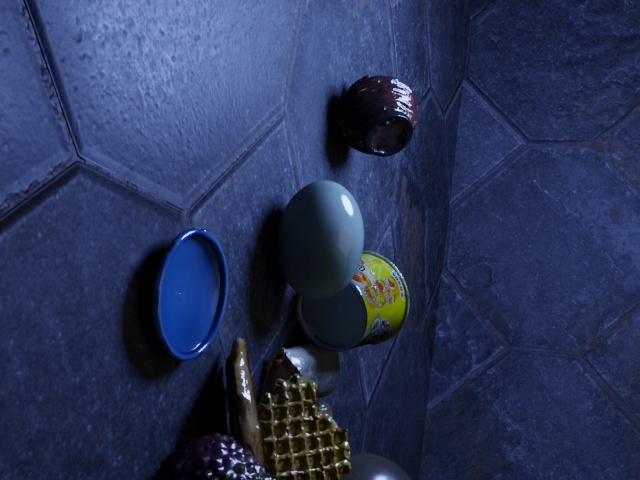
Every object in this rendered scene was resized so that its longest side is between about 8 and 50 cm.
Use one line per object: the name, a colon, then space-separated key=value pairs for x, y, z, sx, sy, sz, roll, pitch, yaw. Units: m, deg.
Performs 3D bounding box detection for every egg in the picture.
egg: x=0.000 y=0.000 z=1.684 sx=0.203 sy=0.203 sz=0.282 roll=-15 pitch=114 yaw=-68

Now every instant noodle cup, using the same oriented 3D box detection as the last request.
instant noodle cup: x=0.074 y=0.164 z=1.864 sx=0.200 sy=0.265 sz=0.264 roll=-12 pitch=105 yaw=-60

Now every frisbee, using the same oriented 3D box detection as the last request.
frisbee: x=-0.240 y=0.097 z=1.299 sx=0.242 sy=0.045 sz=0.242 roll=4 pitch=90 yaw=-70

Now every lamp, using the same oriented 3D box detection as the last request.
lamp: x=0.156 y=-0.351 z=2.011 sx=0.247 sy=0.247 sz=0.246 roll=4 pitch=90 yaw=-69

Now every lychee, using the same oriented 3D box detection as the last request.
lychee: x=-0.196 y=0.478 z=1.236 sx=0.271 sy=0.272 sz=0.271 roll=4 pitch=90 yaw=-69

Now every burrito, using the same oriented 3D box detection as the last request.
burrito: x=-0.038 y=0.329 z=1.786 sx=0.299 sy=0.105 sz=0.143 roll=13 pitch=77 yaw=-67

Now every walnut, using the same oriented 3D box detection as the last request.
walnut: x=-0.007 y=0.469 z=1.927 sx=0.092 sy=0.092 sz=0.092 roll=4 pitch=90 yaw=-69

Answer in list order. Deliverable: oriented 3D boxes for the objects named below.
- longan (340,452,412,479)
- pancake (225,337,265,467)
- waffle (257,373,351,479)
longan: x=0.111 y=0.748 z=1.910 sx=0.361 sy=0.361 sz=0.360 roll=4 pitch=90 yaw=-69
pancake: x=-0.151 y=0.346 z=1.423 sx=0.212 sy=0.056 sz=0.257 roll=-139 pitch=-136 yaw=-72
waffle: x=-0.037 y=0.431 z=1.575 sx=0.056 sy=0.253 sz=0.249 roll=-39 pitch=-158 yaw=59
